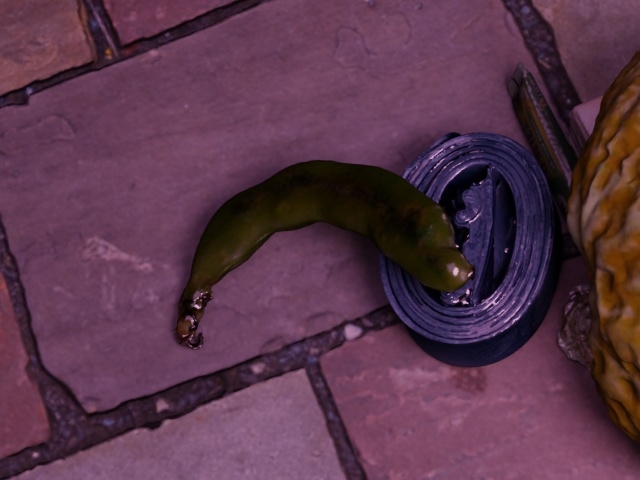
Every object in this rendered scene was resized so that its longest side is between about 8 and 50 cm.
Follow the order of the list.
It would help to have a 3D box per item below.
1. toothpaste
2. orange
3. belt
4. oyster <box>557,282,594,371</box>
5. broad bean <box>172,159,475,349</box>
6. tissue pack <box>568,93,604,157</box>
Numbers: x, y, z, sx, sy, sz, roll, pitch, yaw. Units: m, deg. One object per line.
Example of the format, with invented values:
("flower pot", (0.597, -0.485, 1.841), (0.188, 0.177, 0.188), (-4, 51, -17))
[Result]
("toothpaste", (0.204, -0.054, 1.449), (0.031, 0.049, 0.204), (-17, 69, -16))
("orange", (0.326, 0.012, 1.262), (0.271, 0.210, 0.368), (-11, 92, -4))
("belt", (0.123, 0.002, 1.415), (0.141, 0.082, 0.190), (7, 71, 16))
("oyster", (0.240, 0.082, 1.389), (0.100, 0.037, 0.098), (3, 78, 8))
("broad bean", (0.000, 0.000, 1.406), (0.292, 0.049, 0.144), (-13, 64, 33))
("tissue pack", (0.383, -0.093, 1.419), (0.325, 0.071, 0.170), (-24, 69, -2))
